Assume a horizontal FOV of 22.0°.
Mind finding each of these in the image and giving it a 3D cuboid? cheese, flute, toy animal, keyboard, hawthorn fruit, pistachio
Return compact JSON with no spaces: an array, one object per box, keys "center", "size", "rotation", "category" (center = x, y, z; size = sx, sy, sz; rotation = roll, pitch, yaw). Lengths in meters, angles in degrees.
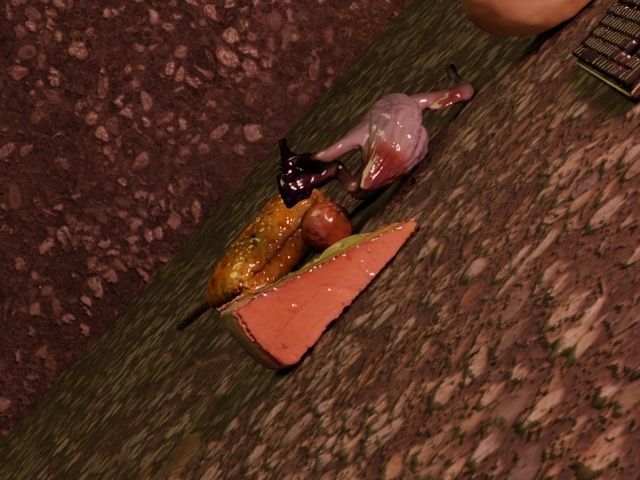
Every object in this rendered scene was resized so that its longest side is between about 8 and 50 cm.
[{"center":[0.056,-0.072,2.161],"size":[0.145,0.038,0.095],"rotation":[-50,4,26],"category":"cheese"},{"center":[-0.153,0.078,2.601],"size":[0.269,0.014,0.014],"rotation":[-40,10,40],"category":"flute"},{"center":[0.090,-0.140,2.065],"size":[0.324,0.090,0.195],"rotation":[-31,32,-19],"category":"toy animal"},{"center":[0.295,-0.190,1.539],"size":[0.106,0.027,0.317],"rotation":[-46,7,8],"category":"keyboard"},{"center":[0.000,0.000,2.050],"size":[0.067,0.067,0.103],"rotation":[-66,-2,-66],"category":"hawthorn fruit"},{"center":[0.289,-0.364,1.965],"size":[0.299,0.187,0.187],"rotation":[-35,13,28],"category":"pistachio"}]

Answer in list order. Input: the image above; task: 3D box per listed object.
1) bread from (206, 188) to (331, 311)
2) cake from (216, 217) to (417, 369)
[{"center":[-0.070,0.015,2.243],"size":[0.114,0.083,0.211],"rotation":[-29,21,54],"category":"bread"},{"center":[0.008,0.058,1.769],"size":[0.225,0.090,0.109],"rotation":[-29,2,-12],"category":"cake"}]
